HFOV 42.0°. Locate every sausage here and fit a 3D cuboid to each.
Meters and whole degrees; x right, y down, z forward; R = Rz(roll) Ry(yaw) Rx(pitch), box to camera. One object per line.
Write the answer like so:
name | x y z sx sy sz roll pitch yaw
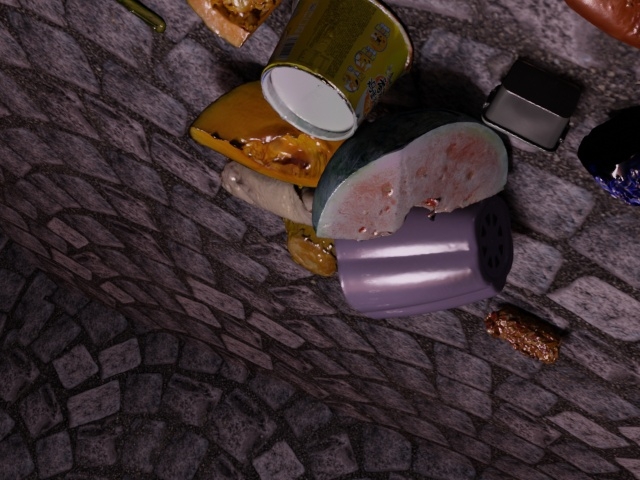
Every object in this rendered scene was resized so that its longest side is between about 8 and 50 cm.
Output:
sausage | 0.330 -0.265 0.907 0.179 0.089 0.089 28 157 -2

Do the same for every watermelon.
watermelon | 0.121 -0.135 1.270 0.175 0.321 0.188 46 144 39

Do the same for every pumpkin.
pumpkin | -0.062 -0.187 1.485 0.312 0.148 0.169 23 174 3
pumpkin | -0.076 -0.389 1.108 0.131 0.126 0.248 43 136 -11

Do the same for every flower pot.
flower pot | 0.192 0.005 1.436 0.243 0.265 0.265 -3 142 31

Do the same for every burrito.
burrito | -0.090 -0.104 1.656 0.392 0.076 0.117 25 146 47

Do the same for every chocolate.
chocolate | 0.482 -0.044 1.154 0.343 0.126 0.148 44 -168 -34

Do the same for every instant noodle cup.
instant noodle cup | 0.014 -0.254 1.217 0.204 0.153 0.205 24 155 12

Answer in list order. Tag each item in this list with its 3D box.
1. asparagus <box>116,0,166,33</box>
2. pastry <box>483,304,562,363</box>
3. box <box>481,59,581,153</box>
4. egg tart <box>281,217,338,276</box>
asparagus | -0.319 -0.402 1.464 0.108 0.025 0.021 35 166 -11
pastry | 0.423 0.187 1.719 0.169 0.087 0.063 29 123 3
box | 0.289 -0.184 1.129 0.122 0.084 0.069 27 147 6
egg tart | 0.000 0.000 1.810 0.241 0.106 0.241 27 154 15
